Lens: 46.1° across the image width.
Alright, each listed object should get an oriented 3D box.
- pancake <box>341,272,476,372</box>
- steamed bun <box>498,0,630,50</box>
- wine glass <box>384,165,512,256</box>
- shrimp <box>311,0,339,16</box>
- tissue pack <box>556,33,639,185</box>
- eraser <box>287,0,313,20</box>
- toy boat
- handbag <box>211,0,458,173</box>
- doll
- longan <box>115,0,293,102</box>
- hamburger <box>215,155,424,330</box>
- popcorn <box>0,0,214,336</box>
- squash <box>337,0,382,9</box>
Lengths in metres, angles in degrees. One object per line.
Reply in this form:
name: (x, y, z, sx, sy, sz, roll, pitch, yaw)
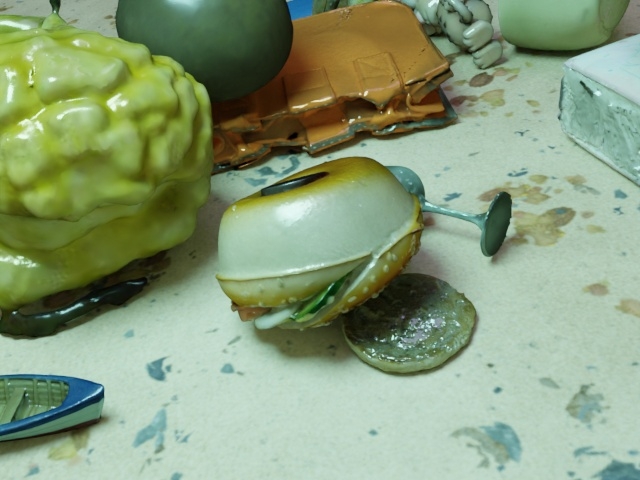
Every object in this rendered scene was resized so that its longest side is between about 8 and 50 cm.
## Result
pancake: (0.087, 0.081, 0.768, 0.139, 0.022, 0.139, -7, 37, 6)
steamed bun: (0.398, -0.391, 1.222, 0.200, 0.155, 0.250, 13, 35, 25)
wine glass: (0.118, -0.041, 0.881, 0.195, 0.079, 0.079, 17, 44, 31)
shrimp: (0.012, -0.447, 1.349, 0.047, 0.223, 0.126, 12, 30, -7)
tissue pack: (0.467, -0.185, 0.947, 0.271, 0.124, 0.201, -18, 35, -12)
eraser: (-0.008, -0.453, 1.509, 0.311, 0.043, 0.144, -24, 38, -17)
toy boat: (-0.314, 0.168, 0.736, 0.228, 0.046, 0.080, -6, 35, 5)
handbag: (-0.021, -0.242, 1.169, 0.410, 0.116, 0.303, -12, 39, -1)
doll: (0.218, -0.399, 1.291, 0.119, 0.154, 0.278, -35, 37, 10)
longan: (-0.149, -0.293, 1.011, 0.248, 0.248, 0.248, -7, 36, 5)
hamburger: (-0.002, 0.000, 0.786, 0.236, 0.147, 0.237, -19, 13, 5)
popcorn: (-0.295, -0.074, 0.866, 0.348, 0.382, 0.349, 11, -1, 0)
squash: (0.082, -0.480, 1.343, 0.093, 0.252, 0.169, -24, 38, -21)
